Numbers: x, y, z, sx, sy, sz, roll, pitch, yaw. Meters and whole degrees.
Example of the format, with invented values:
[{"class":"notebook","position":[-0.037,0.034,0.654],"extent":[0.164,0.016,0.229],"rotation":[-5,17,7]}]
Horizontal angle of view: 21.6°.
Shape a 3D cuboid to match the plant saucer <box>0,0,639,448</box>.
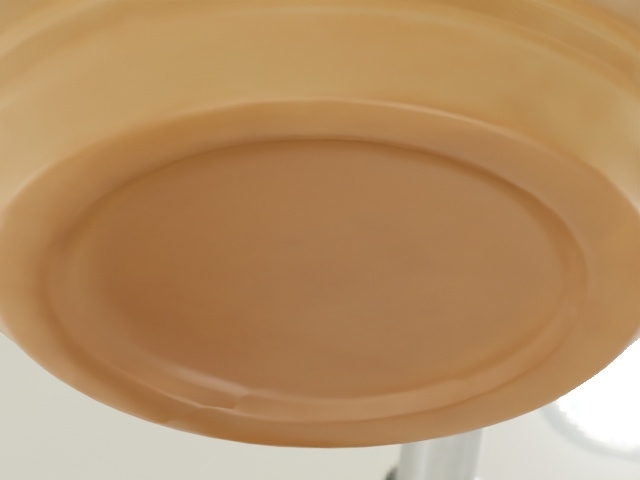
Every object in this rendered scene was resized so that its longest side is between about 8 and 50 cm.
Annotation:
[{"class":"plant saucer","position":[0.000,0.000,0.404],"extent":[0.199,0.200,0.037],"rotation":[2,-124,-3]}]
